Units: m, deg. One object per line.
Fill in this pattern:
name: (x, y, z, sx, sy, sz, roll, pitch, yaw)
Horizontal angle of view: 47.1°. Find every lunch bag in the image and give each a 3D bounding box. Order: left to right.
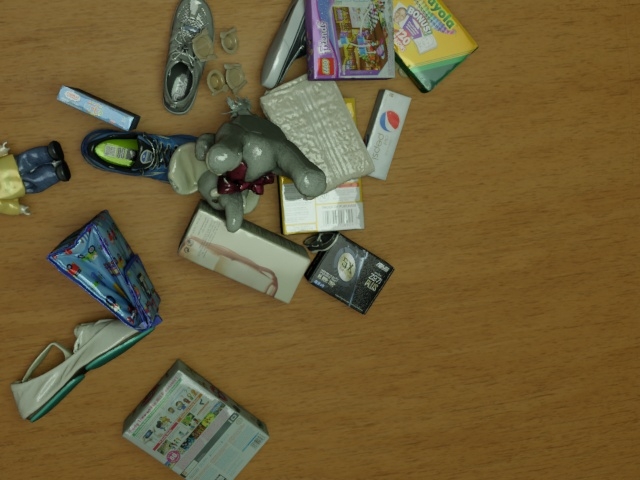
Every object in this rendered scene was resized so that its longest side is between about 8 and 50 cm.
lunch bag: (-0.480, 0.093, 1.730, 0.138, 0.221, 0.293, -37, 104, -1)

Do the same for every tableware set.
tableware set: (-0.234, -0.420, 1.729, 0.141, 0.020, 0.169, -35, 118, -45)

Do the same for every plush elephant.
plush elephant: (-0.190, -0.146, 1.667, 0.272, 0.330, 0.255, 9, 124, -31)

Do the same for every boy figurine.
boy figurine: (-0.735, -0.135, 1.714, 0.285, 0.092, 0.177, -21, 103, -4)

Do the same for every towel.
towel: (-0.010, -0.254, 1.743, 0.187, 0.049, 0.282, -25, 94, -5)

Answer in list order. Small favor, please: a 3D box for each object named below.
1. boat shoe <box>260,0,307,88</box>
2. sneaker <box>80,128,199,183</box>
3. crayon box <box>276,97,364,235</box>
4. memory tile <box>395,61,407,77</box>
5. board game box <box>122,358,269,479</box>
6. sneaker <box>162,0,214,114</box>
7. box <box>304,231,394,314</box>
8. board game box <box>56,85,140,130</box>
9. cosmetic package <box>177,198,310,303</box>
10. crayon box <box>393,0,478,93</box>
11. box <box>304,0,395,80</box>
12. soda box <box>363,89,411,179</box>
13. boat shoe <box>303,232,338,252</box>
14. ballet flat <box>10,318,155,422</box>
boat shoe: (-0.046, -0.482, 1.738, 0.102, 0.108, 0.301, 27, 75, -21)
sneaker: (-0.393, -0.191, 1.726, 0.330, 0.147, 0.130, 2, 101, -16)
crayon box: (-0.006, -0.181, 1.812, 0.203, 0.083, 0.323, -4, 93, -8)
memory tile: (0.237, -0.480, 1.847, 0.113, 0.012, 0.148, 24, 96, -12)
board game box: (-0.320, 0.488, 1.896, 0.303, 0.097, 0.224, 41, 91, -15)
sneaker: (-0.306, -0.431, 1.714, 0.105, 0.115, 0.281, 8, 99, -11)
box: (0.073, 0.081, 1.892, 0.180, 0.077, 0.147, 32, 93, -13)
board game box: (-0.495, -0.297, 1.659, 0.160, 0.211, 0.039, 24, 96, -13)
cosmetic package: (-0.189, 0.025, 1.803, 0.296, 0.153, 0.129, 25, 97, -11)
crayon box: (0.229, -0.518, 1.787, 0.165, 0.081, 0.278, -42, 98, 3)
box: (0.066, -0.517, 1.685, 0.201, 0.057, 0.293, -4, 97, -18)
soda box: (0.156, -0.266, 1.845, 0.074, 0.069, 0.216, 16, 98, -12)
boat shoe: (0.000, 0.000, 1.847, 0.038, 0.125, 0.046, 40, 64, -18)
ballet flat: (-0.598, 0.283, 1.806, 0.400, 0.139, 0.139, -38, 104, 0)
